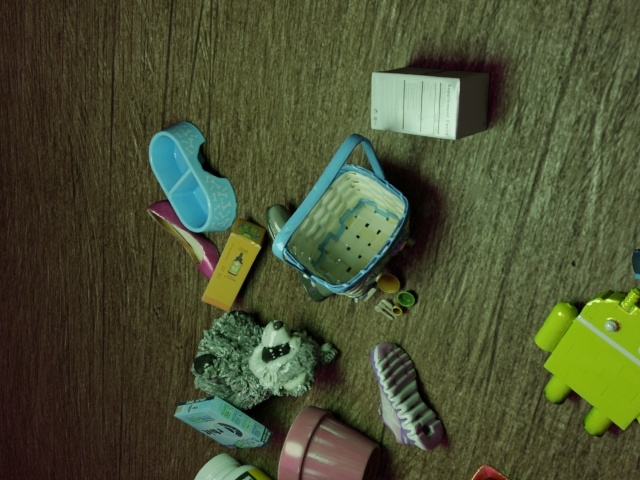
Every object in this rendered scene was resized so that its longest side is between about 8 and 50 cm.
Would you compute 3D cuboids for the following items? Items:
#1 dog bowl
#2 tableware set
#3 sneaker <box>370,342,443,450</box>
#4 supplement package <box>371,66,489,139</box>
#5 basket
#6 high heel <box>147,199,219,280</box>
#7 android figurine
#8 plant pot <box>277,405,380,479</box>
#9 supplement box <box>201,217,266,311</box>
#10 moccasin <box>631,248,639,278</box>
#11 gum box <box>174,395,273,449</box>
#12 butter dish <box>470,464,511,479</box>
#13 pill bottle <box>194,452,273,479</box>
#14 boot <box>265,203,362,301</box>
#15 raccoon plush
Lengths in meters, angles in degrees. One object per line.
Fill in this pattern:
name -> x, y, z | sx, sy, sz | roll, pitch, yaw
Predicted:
dog bowl -> -0.319, -0.149, 1.819 | 0.166, 0.074, 0.297 | -39, 79, 42
tableware set -> 0.112, 0.100, 1.513 | 0.154, 0.024, 0.104 | 37, 129, -2
sneaker -> 0.156, 0.329, 1.547 | 0.104, 0.095, 0.236 | -29, 85, 51
supplement package -> 0.190, -0.244, 1.304 | 0.179, 0.105, 0.105 | 15, 114, 38
basket -> 0.045, -0.034, 1.366 | 0.201, 0.289, 0.254 | 34, 85, 34
high heel -> -0.339, 0.006, 1.859 | 0.082, 0.117, 0.244 | -26, 87, 44
android figurine -> 0.482, 0.198, 1.230 | 0.248, 0.056, 0.273 | 42, 130, 24
plant pot -> 0.028, 0.488, 1.657 | 0.180, 0.201, 0.201 | 13, 114, 22
supplement box -> -0.206, 0.060, 1.773 | 0.078, 0.080, 0.233 | 25, 128, -6
moccasin -> 0.605, -0.009, 1.015 | 0.342, 0.138, 0.116 | -9, 94, 29
gum box -> -0.233, 0.439, 1.783 | 0.184, 0.041, 0.157 | 39, 142, -27
butter dish -> 0.324, 0.531, 1.412 | 0.160, 0.118, 0.160 | 33, 88, 29
pill bottle -> -0.167, 0.698, 1.895 | 0.334, 0.188, 0.188 | 31, 123, 30
boot -> 0.000, 0.000, 1.591 | 0.161, 0.083, 0.246 | -34, 87, 36
raccoon plush -> -0.105, 0.339, 1.778 | 0.299, 0.216, 0.446 | 15, 146, 22
